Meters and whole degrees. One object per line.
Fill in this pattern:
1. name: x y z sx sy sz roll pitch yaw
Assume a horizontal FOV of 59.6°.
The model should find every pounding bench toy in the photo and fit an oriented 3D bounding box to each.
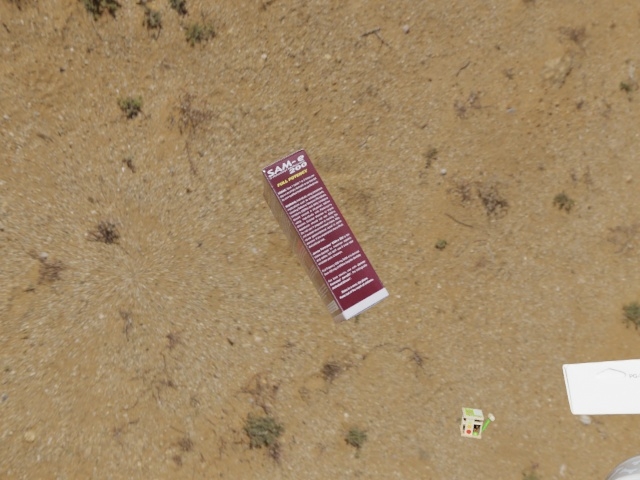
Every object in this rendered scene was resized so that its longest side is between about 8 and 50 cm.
1. pounding bench toy: 0.416 0.490 1.485 0.083 0.052 0.065 5 100 8

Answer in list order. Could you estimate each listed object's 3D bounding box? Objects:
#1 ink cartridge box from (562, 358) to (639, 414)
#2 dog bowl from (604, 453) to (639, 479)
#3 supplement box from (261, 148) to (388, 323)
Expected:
1. ink cartridge box: 0.618 0.295 1.132 0.237 0.171 0.100 16 66 -50
2. dog bowl: 0.667 0.586 1.042 0.102 0.348 0.349 3 86 -40
3. supplement box: 0.000 0.000 0.822 0.073 0.130 0.240 -29 83 -10
